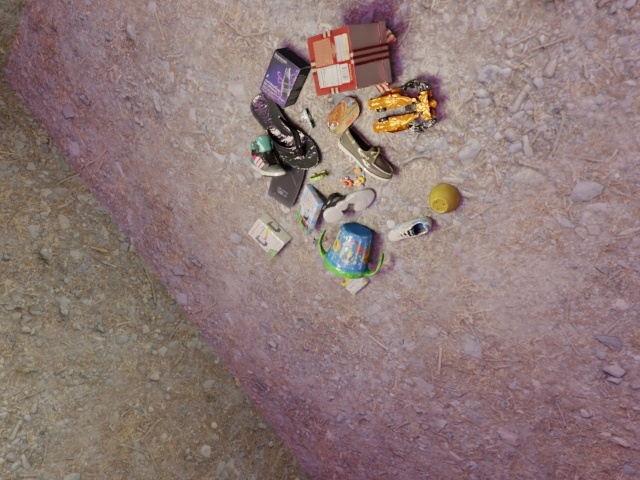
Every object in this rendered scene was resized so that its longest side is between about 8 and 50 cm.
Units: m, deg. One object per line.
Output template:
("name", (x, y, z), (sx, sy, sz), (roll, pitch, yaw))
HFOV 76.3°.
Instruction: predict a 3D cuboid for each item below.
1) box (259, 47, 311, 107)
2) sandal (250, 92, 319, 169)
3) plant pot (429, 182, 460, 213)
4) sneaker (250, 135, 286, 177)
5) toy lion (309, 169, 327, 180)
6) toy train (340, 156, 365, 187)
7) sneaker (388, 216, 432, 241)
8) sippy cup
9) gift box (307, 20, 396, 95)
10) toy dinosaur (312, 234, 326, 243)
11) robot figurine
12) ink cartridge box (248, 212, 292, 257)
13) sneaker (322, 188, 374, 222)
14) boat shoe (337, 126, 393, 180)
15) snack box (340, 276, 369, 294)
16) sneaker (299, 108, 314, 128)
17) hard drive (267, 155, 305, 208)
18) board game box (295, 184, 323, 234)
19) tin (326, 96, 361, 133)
("box", (-0.160, -0.738, 1.852), (0.153, 0.108, 0.207), (39, 130, 7))
("sandal", (-0.187, -0.513, 1.974), (0.167, 0.107, 0.446), (-42, 91, 21))
("plant pot", (0.529, -0.169, 1.768), (0.134, 0.095, 0.134), (14, 123, 23))
("sneaker", (-0.266, -0.432, 2.051), (0.295, 0.123, 0.179), (32, 130, 45))
("toy lion", (-0.017, -0.315, 2.017), (0.100, 0.096, 0.034), (-10, 111, 35))
("toy train", (0.155, -0.311, 1.947), (0.125, 0.046, 0.167), (26, 127, 16))
("sneaker", (0.413, -0.046, 1.918), (0.237, 0.086, 0.085), (-24, 104, 40))
("sippy cup", (0.155, 0.039, 2.050), (0.305, 0.240, 0.224), (7, 116, -17))
("gift box", (0.141, -0.697, 1.589), (0.276, 0.258, 0.255), (15, 123, 41))
("toy dinosaur", (0.000, 0.000, 2.241), (0.082, 0.047, 0.090), (5, 152, 19))
("robot figurine", (0.342, -0.540, 1.674), (0.290, 0.085, 0.211), (-1, 116, 33))
("ink cartridge box", (-0.294, -0.029, 2.356), (0.212, 0.093, 0.154), (46, 131, 2))
("sneaker", (0.126, -0.197, 1.996), (0.268, 0.153, 0.101), (-27, 122, 4))
("boat shoe", (0.212, -0.387, 1.828), (0.305, 0.109, 0.091), (41, 135, 9))
("snack box", (0.188, 0.226, 2.243), (0.100, 0.037, 0.141), (42, 130, 2))
("sneaker", (-0.072, -0.571, 1.944), (0.069, 0.038, 0.098), (-15, 98, 38))
("hard drive", (-0.174, -0.308, 2.145), (0.171, 0.054, 0.255), (33, 128, 11))
("board game box", (-0.062, -0.159, 2.121), (0.160, 0.039, 0.212), (59, 139, 38))
("tin", (0.106, -0.563, 1.838), (0.106, 0.040, 0.189), (51, 130, 1))
